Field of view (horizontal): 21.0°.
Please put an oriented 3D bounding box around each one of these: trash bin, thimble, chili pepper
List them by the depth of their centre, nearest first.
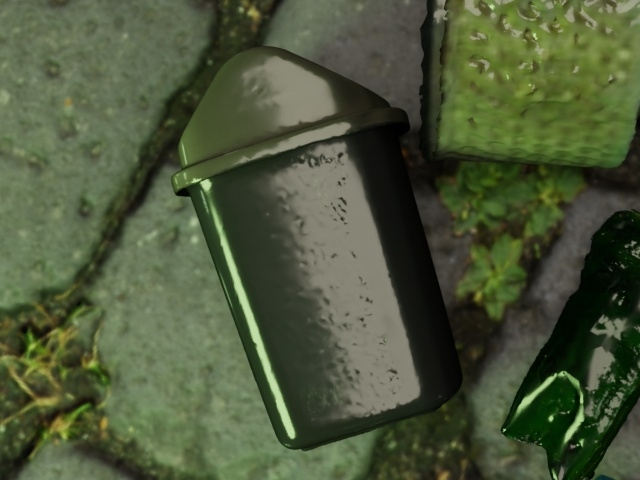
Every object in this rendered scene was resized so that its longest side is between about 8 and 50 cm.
[{"bbox_3d":[0.155,-0.183,1.285,0.150,0.271,0.270,4,85,1],"label":"thimble"},{"bbox_3d":[0.000,0.000,1.308,0.182,0.209,0.290,-18,89,5],"label":"trash bin"},{"bbox_3d":[0.216,0.085,1.349,0.098,0.061,0.224,22,85,32],"label":"chili pepper"}]

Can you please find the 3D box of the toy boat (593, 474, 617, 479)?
[{"bbox_3d":[0.198,0.302,1.319,0.109,0.098,0.238,25,87,9],"label":"toy boat"}]
